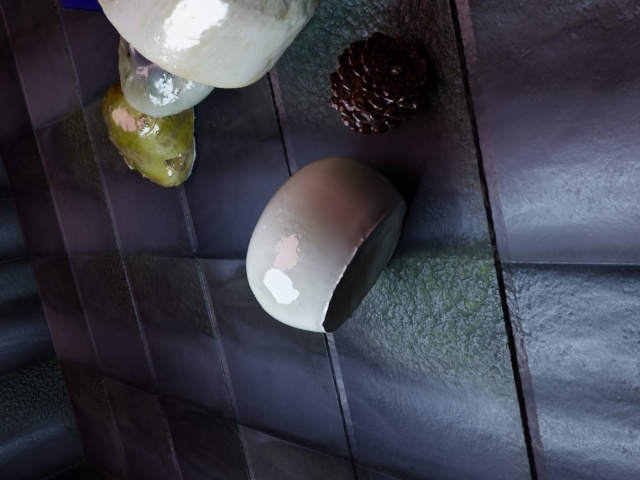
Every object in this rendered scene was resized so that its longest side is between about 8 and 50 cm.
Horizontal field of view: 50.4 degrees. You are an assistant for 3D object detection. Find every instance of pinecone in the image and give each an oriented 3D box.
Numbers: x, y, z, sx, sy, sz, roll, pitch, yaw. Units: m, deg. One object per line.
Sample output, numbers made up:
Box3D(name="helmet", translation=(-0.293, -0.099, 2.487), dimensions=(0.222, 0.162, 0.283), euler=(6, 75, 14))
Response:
Box3D(name="pinecone", translation=(0.089, -0.252, 1.147), dimensions=(0.162, 0.163, 0.165), euler=(64, 154, 8))

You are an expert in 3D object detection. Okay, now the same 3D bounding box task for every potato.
Box3D(name="potato", translation=(-0.453, -0.278, 1.742), dimensions=(0.247, 0.196, 0.299), euler=(32, 129, 40))

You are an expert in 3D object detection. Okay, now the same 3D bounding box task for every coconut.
Box3D(name="coconut", translation=(-0.196, -0.467, 1.206), dimensions=(0.415, 0.416, 0.344), euler=(-33, 58, 51))

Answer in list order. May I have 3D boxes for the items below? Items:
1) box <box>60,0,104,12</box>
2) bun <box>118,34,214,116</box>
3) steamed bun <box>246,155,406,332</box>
Box3D(name="box", translation=(-0.596, -0.747, 1.782), dimensions=(0.262, 0.116, 0.278), euler=(22, 119, 44))
Box3D(name="bun", translation=(-0.355, -0.418, 1.534), dimensions=(0.273, 0.168, 0.272), euler=(0, 90, 24))
Box3D(name="steamed bun", translation=(0.000, 0.000, 1.213), dimensions=(0.206, 0.324, 0.324), euler=(31, 129, 18))
